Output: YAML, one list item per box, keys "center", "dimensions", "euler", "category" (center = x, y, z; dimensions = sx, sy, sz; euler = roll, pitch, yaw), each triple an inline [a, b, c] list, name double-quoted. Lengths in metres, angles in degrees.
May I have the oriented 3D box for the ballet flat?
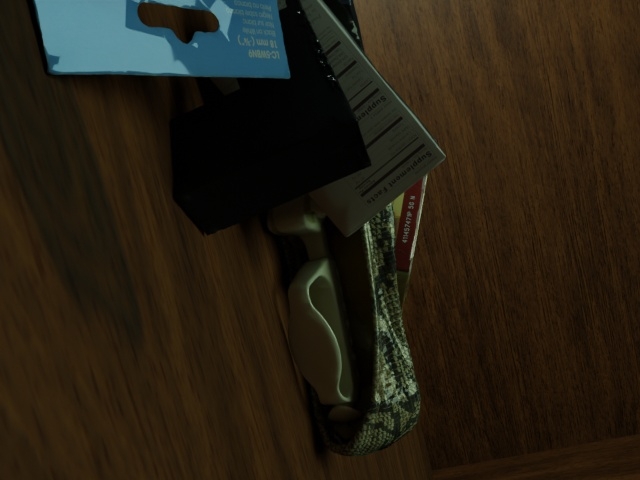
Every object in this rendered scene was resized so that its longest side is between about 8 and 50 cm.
- center: [0.014, 0.036, 0.931]
  dimensions: [0.182, 0.164, 0.482]
  euler: [-6, 84, -57]
  category: "ballet flat"

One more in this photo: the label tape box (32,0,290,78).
- center: [-0.086, -0.281, 0.465]
  dimensions: [0.241, 0.106, 0.333]
  euler: [-18, 95, -55]
  category: "label tape box"

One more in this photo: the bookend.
- center: [-0.059, -0.111, 0.637]
  dimensions: [0.072, 0.157, 0.156]
  euler: [62, 4, -61]
  category: "bookend"

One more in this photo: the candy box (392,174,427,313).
- center: [0.113, 0.019, 1.217]
  dimensions: [0.316, 0.088, 0.182]
  euler: [82, 20, -67]
  category: "candy box"

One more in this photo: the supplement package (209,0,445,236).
- center: [0.003, -0.147, 0.783]
  dimensions: [0.244, 0.134, 0.139]
  euler: [50, 13, -7]
  category: "supplement package"

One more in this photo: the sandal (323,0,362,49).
- center: [0.039, -0.190, 1.136]
  dimensions: [0.167, 0.107, 0.445]
  euler: [46, -22, 27]
  category: "sandal"

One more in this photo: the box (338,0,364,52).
- center: [-0.020, -0.366, 1.219]
  dimensions: [0.156, 0.158, 0.093]
  euler: [54, 25, -70]
  category: "box"
